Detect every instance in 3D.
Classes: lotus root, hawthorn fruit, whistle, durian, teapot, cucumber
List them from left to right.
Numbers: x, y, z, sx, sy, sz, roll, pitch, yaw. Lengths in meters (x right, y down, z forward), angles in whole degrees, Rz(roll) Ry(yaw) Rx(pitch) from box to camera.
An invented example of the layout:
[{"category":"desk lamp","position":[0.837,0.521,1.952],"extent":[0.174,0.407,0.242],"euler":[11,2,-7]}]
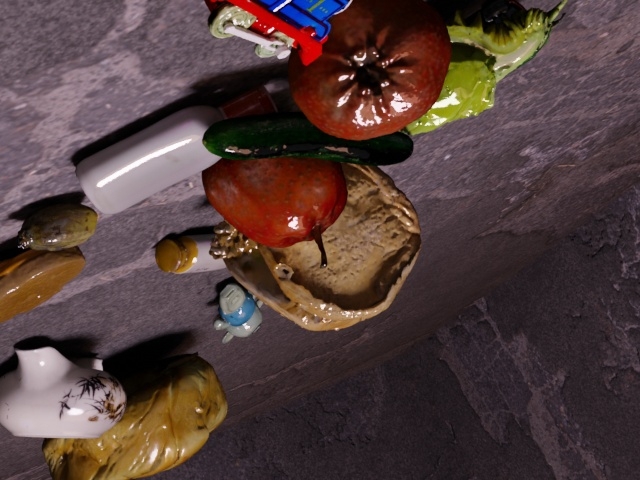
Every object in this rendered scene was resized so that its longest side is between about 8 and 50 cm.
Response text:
[{"category":"lotus root","position":[-0.294,-0.015,1.161],"extent":[0.099,0.049,0.054],"euler":[-18,171,-38]},{"category":"teapot","position":[-0.416,0.245,1.686],"extent":[0.208,0.166,0.299],"euler":[-12,176,4]},{"category":"whistle","position":[-0.147,0.126,1.890],"extent":[0.114,0.077,0.236],"euler":[-45,166,-12]},{"category":"hawthorn fruit","position":[-0.041,-0.052,1.218],"extent":[0.157,0.194,0.157],"euler":[-33,168,-8]},{"category":"cucumber","position":[-0.002,-0.110,1.138],"extent":[0.284,0.056,0.056],"euler":[-1,152,-36]},{"category":"hawthorn fruit","position":[0.046,-0.179,1.090],"extent":[0.165,0.165,0.285],"euler":[-29,-178,1]},{"category":"durian","position":[0.135,-0.197,1.209],"extent":[0.375,0.132,0.106],"euler":[-23,-173,18]}]

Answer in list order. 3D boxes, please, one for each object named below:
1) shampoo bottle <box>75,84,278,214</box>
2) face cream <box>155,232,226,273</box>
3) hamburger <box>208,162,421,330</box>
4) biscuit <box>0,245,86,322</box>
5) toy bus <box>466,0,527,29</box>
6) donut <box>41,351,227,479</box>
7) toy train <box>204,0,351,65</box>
[{"category":"shampoo bottle","position":[-0.151,-0.101,1.127],"extent":[0.221,0.051,0.108],"euler":[-27,161,-3]},{"category":"face cream","position":[-0.164,0.018,1.518],"extent":[0.072,0.051,0.182],"euler":[-32,165,29]},{"category":"hamburger","position":[0.000,0.000,1.389],"extent":[0.286,0.243,0.146],"euler":[-5,159,-23]},{"category":"biscuit","position":[-0.364,0.048,1.262],"extent":[0.170,0.050,0.170],"euler":[-31,174,-4]},{"category":"toy bus","position":[0.180,-0.217,1.298],"extent":[0.195,0.081,0.089],"euler":[-32,175,14]},{"category":"donut","position":[-0.345,0.343,1.933],"extent":[0.360,0.170,0.360],"euler":[-24,-173,3]},{"category":"toy train","position":[-0.035,-0.222,0.868],"extent":[0.131,0.083,0.204],"euler":[-35,165,16]}]
